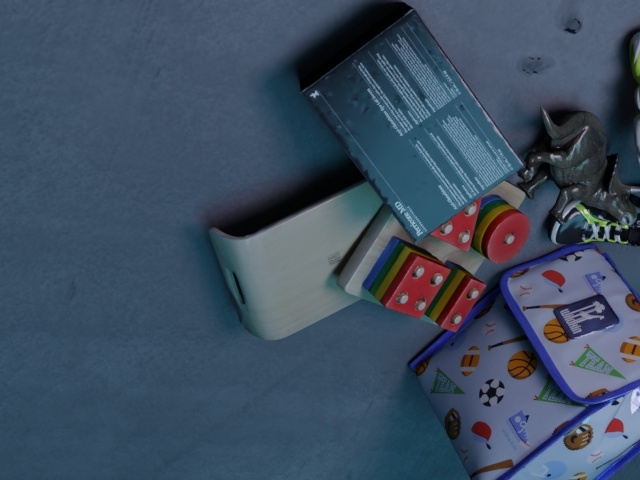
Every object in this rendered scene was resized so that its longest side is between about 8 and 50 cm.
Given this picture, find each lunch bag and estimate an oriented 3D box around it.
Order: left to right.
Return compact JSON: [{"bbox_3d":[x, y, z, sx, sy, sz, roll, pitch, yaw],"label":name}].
[{"bbox_3d":[0.382,0.224,1.989,0.385,0.328,0.239,-42,134,15],"label":"lunch bag"}]

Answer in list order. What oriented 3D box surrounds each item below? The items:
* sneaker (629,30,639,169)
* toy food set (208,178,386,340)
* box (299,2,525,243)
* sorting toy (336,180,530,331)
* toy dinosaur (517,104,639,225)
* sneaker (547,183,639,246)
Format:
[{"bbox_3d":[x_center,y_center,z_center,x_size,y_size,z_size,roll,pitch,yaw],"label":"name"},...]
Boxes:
[{"bbox_3d":[0.528,-0.197,1.791,0.126,0.091,0.240,-4,114,13],"label":"sneaker"},{"bbox_3d":[0.000,0.000,1.798,0.306,0.092,0.220,-27,135,-13],"label":"toy food set"},{"bbox_3d":[0.120,-0.157,1.620,0.184,0.103,0.261,-36,105,6],"label":"box"},{"bbox_3d":[0.191,0.010,1.812,0.257,0.089,0.255,22,104,-47],"label":"sorting toy"},{"bbox_3d":[0.384,-0.131,1.848,0.160,0.121,0.313,-40,130,-4],"label":"toy dinosaur"},{"bbox_3d":[0.489,-0.033,1.969,0.234,0.097,0.084,-16,133,-11],"label":"sneaker"}]
